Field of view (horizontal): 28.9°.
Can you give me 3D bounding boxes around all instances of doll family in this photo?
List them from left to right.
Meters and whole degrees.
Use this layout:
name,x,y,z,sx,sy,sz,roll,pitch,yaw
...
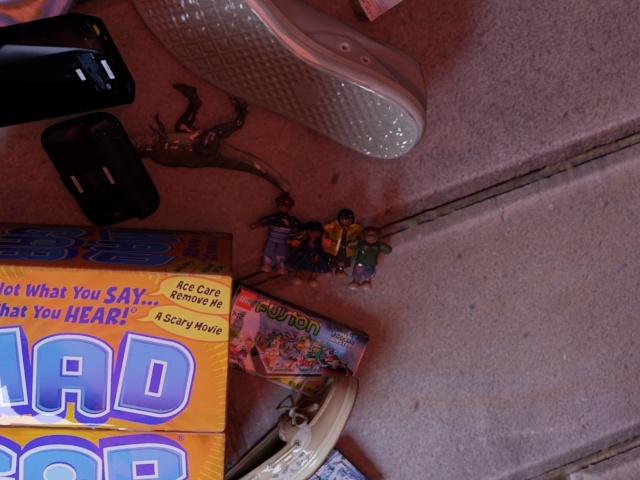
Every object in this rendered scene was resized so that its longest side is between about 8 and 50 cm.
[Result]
name,x,y,z,sx,sy,sz,roll,pitch,yaw
doll family,0.000,0.000,1.722,0.193,0.076,0.111,2,117,-16

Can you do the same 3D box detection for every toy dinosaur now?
name,x,y,z,sx,sy,sz,roll,pitch,yaw
toy dinosaur,-0.158,-0.143,1.683,0.268,0.064,0.118,11,101,-17

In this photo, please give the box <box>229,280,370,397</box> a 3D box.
name,x,y,z,sx,sy,sz,roll,pitch,yaw
box,-0.046,0.147,1.756,0.207,0.036,0.114,22,93,-13

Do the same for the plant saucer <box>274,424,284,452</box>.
name,x,y,z,sx,sy,sz,roll,pitch,yaw
plant saucer,-0.030,0.293,1.792,0.083,0.013,0.084,-1,98,-10

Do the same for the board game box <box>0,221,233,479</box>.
name,x,y,z,sx,sy,sz,roll,pitch,yaw
board game box,-0.291,0.179,1.530,0.356,0.356,0.357,2,97,-4

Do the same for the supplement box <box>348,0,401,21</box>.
name,x,y,z,sx,sy,sz,roll,pitch,yaw
supplement box,0.093,-0.339,1.698,0.098,0.062,0.036,-34,104,-4

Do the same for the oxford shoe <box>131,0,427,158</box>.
name,x,y,z,sx,sy,sz,roll,pitch,yaw
oxford shoe,-0.052,-0.265,1.657,0.449,0.169,0.130,29,48,-6

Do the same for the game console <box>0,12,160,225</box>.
name,x,y,z,sx,sy,sz,roll,pitch,yaw
game console,-0.316,-0.134,1.556,0.213,0.044,0.361,-8,142,10

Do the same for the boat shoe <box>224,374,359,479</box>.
name,x,y,z,sx,sy,sz,roll,pitch,yaw
boat shoe,-0.052,0.290,1.725,0.089,0.104,0.285,36,101,-7

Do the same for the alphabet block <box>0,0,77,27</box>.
name,x,y,z,sx,sy,sz,roll,pitch,yaw
alphabet block,-0.383,-0.354,1.535,0.193,0.197,0.192,28,93,-13

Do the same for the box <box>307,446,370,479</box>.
name,x,y,z,sx,sy,sz,roll,pitch,yaw
box,0.003,0.375,1.798,0.137,0.027,0.094,-44,112,-2
